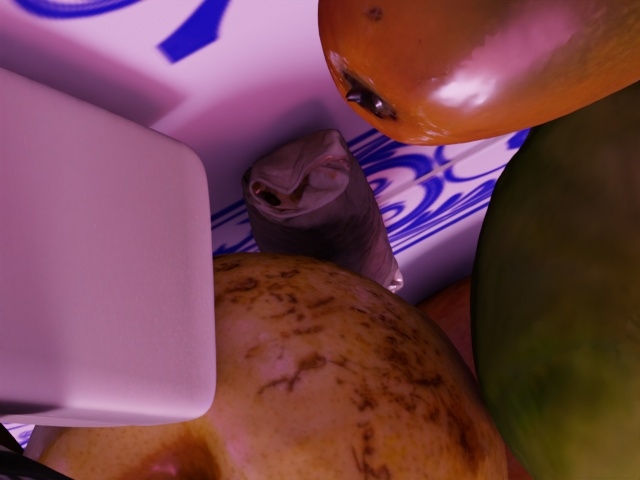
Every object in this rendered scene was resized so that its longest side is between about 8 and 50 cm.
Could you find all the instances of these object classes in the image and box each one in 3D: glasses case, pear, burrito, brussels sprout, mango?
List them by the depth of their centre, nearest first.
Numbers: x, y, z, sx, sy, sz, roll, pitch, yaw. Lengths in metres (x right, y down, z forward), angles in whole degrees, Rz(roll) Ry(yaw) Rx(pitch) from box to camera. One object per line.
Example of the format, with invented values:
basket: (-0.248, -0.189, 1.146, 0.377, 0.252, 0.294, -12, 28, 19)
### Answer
glasses case: (-0.140, 0.002, 0.631, 0.070, 0.131, 0.313, -7, 170, 22)
mango: (0.124, -0.133, 0.643, 0.289, 0.129, 0.146, -23, 153, -23)
brussels sprout: (0.230, 0.012, 0.799, 0.315, 0.276, 0.371, -62, -165, 1)
pear: (-0.024, 0.133, 0.870, 0.271, 0.271, 0.271, -24, 162, -8)
burrito: (0.000, 0.000, 0.953, 0.082, 0.059, 0.275, -33, 162, -3)

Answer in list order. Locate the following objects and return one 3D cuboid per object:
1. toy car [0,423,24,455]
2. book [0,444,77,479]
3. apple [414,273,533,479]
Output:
toy car: (-0.241, 0.153, 0.890, 0.198, 0.204, 0.248, -57, 151, 15)
book: (-0.203, 0.071, 0.596, 0.264, 0.027, 0.202, 15, 178, 40)
apple: (0.172, 0.211, 1.239, 0.333, 0.400, 0.400, -19, 161, -1)
